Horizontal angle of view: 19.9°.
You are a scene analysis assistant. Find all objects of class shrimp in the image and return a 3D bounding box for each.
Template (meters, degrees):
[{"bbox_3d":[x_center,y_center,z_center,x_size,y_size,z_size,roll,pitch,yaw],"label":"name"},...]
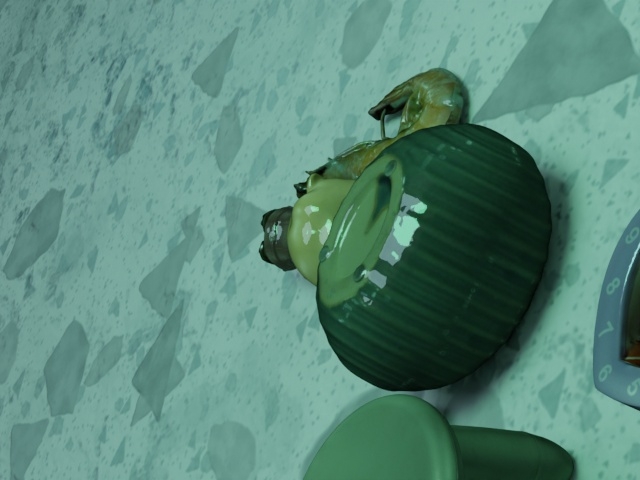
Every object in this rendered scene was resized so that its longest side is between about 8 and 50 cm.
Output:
[{"bbox_3d":[0.058,-0.096,1.836,0.251,0.052,0.143,-18,43,45],"label":"shrimp"}]

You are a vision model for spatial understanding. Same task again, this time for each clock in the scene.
[{"bbox_3d":[0.273,0.058,1.328,0.172,0.064,0.198,-52,31,23],"label":"clock"}]

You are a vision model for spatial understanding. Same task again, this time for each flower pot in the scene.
[{"bbox_3d":[0.094,0.014,1.571,0.243,0.157,0.189,-65,30,6],"label":"flower pot"}]

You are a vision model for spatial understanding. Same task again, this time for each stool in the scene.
[{"bbox_3d":[0.100,0.236,1.352,0.195,0.199,0.195,-57,30,12],"label":"stool"}]

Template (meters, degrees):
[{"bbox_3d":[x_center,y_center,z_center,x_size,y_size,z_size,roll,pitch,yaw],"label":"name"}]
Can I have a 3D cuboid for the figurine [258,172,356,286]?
[{"bbox_3d":[0.000,0.000,1.801,0.196,0.108,0.114,171,110,-67],"label":"figurine"}]
